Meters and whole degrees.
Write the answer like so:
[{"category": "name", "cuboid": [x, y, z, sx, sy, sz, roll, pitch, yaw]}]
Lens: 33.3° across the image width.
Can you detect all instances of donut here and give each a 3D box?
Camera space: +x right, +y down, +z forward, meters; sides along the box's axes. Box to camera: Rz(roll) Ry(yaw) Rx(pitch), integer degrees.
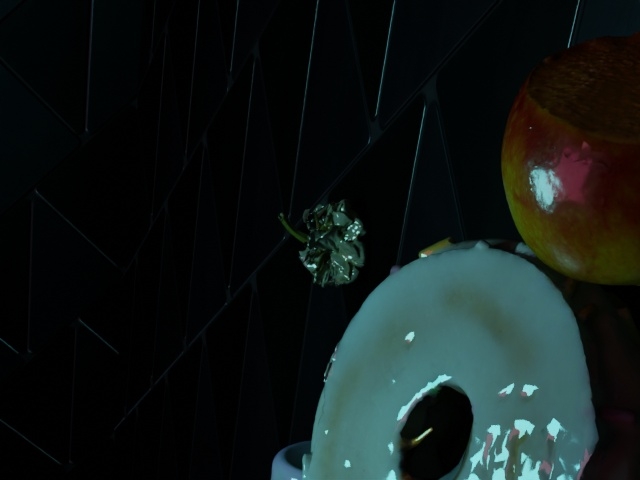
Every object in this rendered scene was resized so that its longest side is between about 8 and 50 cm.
[{"category": "donut", "cuboid": [0.140, 0.184, 0.921, 0.382, 0.142, 0.383, -28, 52, 43]}]

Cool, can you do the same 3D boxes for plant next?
[{"category": "plant", "cuboid": [0.000, 0.000, 1.408, 0.104, 0.121, 0.117, -31, 56, 53]}]

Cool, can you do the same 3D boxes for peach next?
[{"category": "peach", "cuboid": [0.222, -0.061, 0.760, 0.190, 0.190, 0.193, 174, 95, -68]}]

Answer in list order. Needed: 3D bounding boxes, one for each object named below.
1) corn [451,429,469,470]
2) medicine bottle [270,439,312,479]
[{"category": "corn", "cuboid": [0.150, 0.317, 1.056, 0.363, 0.120, 0.120, -118, 34, -41]}, {"category": "medicine bottle", "cuboid": [0.006, 0.396, 1.367, 0.152, 0.151, 0.255, -156, 68, -66]}]
